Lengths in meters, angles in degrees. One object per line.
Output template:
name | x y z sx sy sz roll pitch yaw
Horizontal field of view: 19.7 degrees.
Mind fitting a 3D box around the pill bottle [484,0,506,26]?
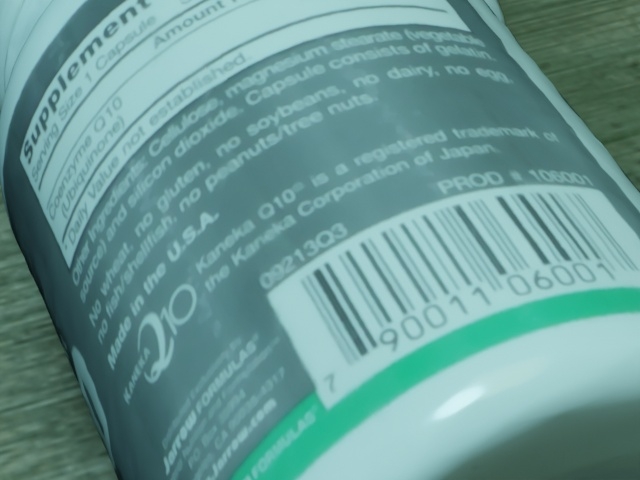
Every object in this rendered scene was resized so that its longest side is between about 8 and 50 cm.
pill bottle | 0.037 -0.135 0.914 0.086 0.086 0.152 -4 41 -6

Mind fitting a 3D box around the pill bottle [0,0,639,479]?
pill bottle | 0.000 0.000 0.673 0.204 0.204 0.361 -14 44 -17
